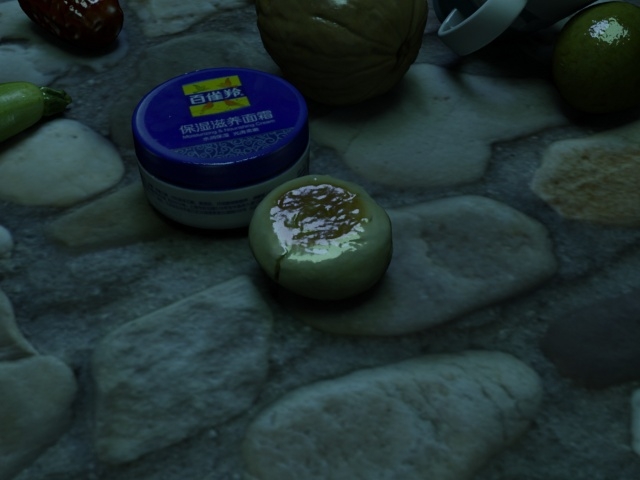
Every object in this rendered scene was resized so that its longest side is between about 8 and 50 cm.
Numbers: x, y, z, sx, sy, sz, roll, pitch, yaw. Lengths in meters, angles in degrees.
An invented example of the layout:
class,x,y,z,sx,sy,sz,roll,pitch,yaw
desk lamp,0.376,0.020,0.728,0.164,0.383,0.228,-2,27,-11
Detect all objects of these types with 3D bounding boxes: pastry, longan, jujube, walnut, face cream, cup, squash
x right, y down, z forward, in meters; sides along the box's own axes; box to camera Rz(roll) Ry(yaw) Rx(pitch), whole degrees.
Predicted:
class,x,y,z,sx,sy,sz,roll,pitch,yaw
pastry,0.000,0.000,1.110,0.156,0.092,0.156,-1,40,1
longan,0.369,-0.237,1.354,0.155,0.176,0.145,-10,81,-44
jujube,-0.357,-0.341,1.477,0.176,0.109,0.112,39,90,25
walnut,0.025,-0.290,1.349,0.228,0.228,0.228,0,42,0
face cream,-0.115,-0.108,1.211,0.206,0.111,0.206,0,41,0
cup,0.267,-0.374,1.396,0.219,0.257,0.289,38,70,-13
squash,-0.410,-0.152,1.289,0.094,0.094,0.224,33,43,31
